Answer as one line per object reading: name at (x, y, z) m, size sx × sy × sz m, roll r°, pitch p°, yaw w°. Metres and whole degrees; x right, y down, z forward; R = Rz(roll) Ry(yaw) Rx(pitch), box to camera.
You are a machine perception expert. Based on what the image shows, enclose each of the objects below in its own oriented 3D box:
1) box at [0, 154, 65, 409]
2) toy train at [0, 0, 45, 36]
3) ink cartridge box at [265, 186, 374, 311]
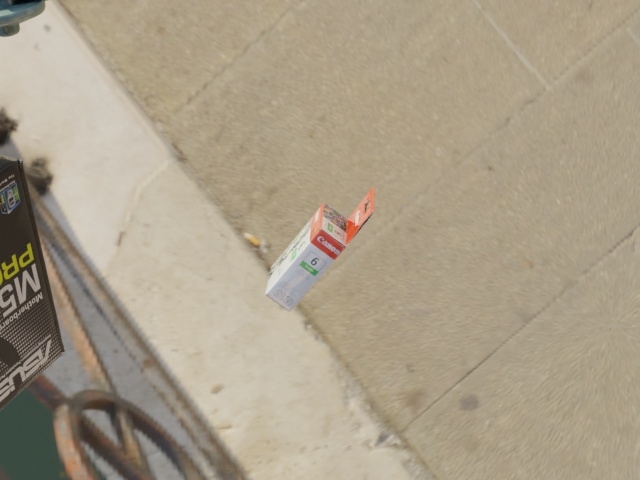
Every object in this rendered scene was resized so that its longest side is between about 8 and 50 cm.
box at (-0.337, 0.078, 0.942) m, size 0.060 × 0.270 × 0.216 m, roll 14°, pitch 126°, yaw 26°
toy train at (-0.386, -0.249, 1.046) m, size 0.334 × 0.190 × 0.142 m, roll -13°, pitch 113°, yaw -7°
ink cartridge box at (0.000, 0.000, 0.949) m, size 0.029 × 0.063 × 0.115 m, roll 36°, pitch 109°, yaw -11°
